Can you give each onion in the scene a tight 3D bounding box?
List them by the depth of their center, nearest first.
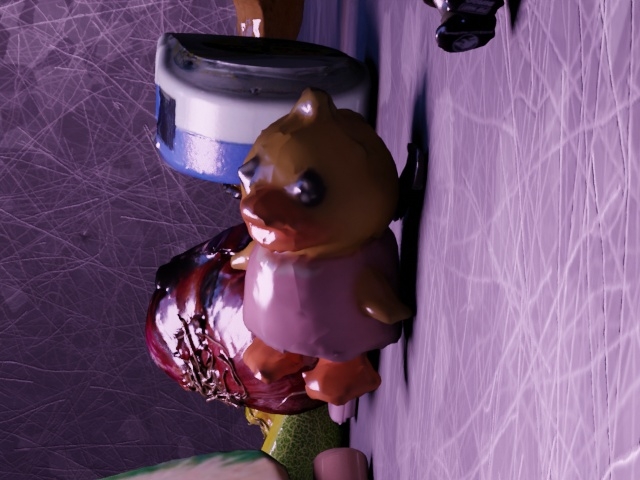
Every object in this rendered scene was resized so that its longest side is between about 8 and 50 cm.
[{"bbox_3d":[-0.069,0.087,1.763,0.221,0.281,0.281,53,-160,-33],"label":"onion"}]

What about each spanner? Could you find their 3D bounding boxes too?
[{"bbox_3d":[0.078,-0.049,1.425,0.208,0.012,0.046,107,163,-77],"label":"spanner"}]

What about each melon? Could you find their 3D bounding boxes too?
[{"bbox_3d":[-0.018,0.239,2.079,0.265,0.129,0.169,-89,24,-56],"label":"melon"}]

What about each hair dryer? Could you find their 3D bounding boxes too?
[{"bbox_3d":[0.029,0.325,1.765,0.182,0.064,0.117,83,-177,-53],"label":"hair dryer"}]

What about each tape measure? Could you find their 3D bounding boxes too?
[{"bbox_3d":[-0.071,-0.157,1.836,0.262,0.259,0.138,-103,14,-73],"label":"tape measure"}]

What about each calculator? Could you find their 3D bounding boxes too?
[{"bbox_3d":[0.030,0.141,1.923,0.100,0.032,0.175,-94,7,-56],"label":"calculator"}]

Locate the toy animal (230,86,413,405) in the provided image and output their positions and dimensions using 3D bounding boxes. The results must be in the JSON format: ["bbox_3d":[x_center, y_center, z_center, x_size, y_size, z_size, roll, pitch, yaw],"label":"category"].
[{"bbox_3d":[0.002,-0.004,1.422,0.169,0.195,0.281,-43,-43,-40],"label":"toy animal"}]

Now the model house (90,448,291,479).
[{"bbox_3d":[-0.161,0.466,1.699,0.335,0.382,0.343,-116,11,-61],"label":"model house"}]

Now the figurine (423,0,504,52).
[{"bbox_3d":[0.068,-0.207,0.999,0.114,0.108,0.196,90,173,-58],"label":"figurine"}]

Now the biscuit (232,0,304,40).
[{"bbox_3d":[-0.093,-0.481,2.184,0.394,0.076,0.368,52,-128,-57],"label":"biscuit"}]

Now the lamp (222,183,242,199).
[{"bbox_3d":[-0.079,-0.152,2.288,0.223,0.223,0.197,-103,32,-74],"label":"lamp"}]
